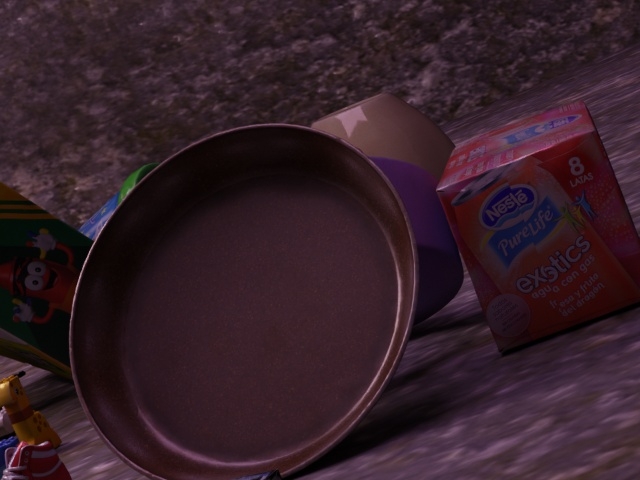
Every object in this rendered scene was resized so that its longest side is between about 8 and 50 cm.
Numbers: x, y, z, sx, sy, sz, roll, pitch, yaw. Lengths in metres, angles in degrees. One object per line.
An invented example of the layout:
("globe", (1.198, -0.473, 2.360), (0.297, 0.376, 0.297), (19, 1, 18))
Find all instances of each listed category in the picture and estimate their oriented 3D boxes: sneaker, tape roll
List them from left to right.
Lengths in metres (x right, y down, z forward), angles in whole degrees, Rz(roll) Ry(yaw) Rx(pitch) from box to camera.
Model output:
("sneaker", (-0.277, 0.221, 1.379), (0.118, 0.067, 0.042), (-27, 8, -37))
("tape roll", (-0.010, 0.025, 1.442), (0.275, 0.090, 0.275), (-10, -24, -5))

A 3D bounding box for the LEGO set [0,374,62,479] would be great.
("LEGO set", (-0.343, 0.202, 1.644), (0.087, 0.093, 0.227), (-20, 7, 17))

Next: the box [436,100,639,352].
("box", (0.201, -0.024, 1.398), (0.142, 0.154, 0.300), (-21, 6, 11))

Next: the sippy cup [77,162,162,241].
("sippy cup", (-0.271, 0.038, 2.283), (0.224, 0.240, 0.305), (-30, -26, 27))

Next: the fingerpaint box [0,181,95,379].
("fingerpaint box", (-0.469, 0.014, 2.008), (0.445, 0.371, 0.163), (6, 65, 57))

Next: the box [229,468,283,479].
("box", (-0.101, 0.203, 1.101), (0.137, 0.027, 0.094), (-18, 8, 30))

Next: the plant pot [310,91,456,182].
("plant pot", (0.083, -0.123, 2.463), (0.284, 0.191, 0.284), (-21, 6, 2))

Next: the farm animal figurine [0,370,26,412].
("farm animal figurine", (-0.604, 0.203, 2.014), (0.327, 0.330, 0.172), (-51, 14, -5))

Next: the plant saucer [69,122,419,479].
("plant saucer", (-0.058, 0.056, 1.257), (0.311, 0.310, 0.050), (-20, -30, 17))

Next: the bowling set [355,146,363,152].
("bowling set", (0.000, 0.000, 2.102), (0.287, 0.154, 0.200), (-24, 25, -22))
